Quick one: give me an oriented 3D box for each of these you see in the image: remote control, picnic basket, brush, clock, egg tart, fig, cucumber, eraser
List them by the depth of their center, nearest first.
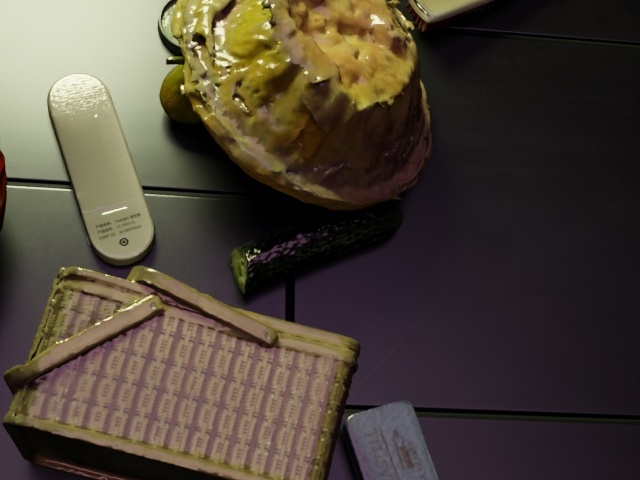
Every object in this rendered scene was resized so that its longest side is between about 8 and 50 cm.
[{"bbox_3d":[-0.138,0.152,1.129,0.312,0.228,0.175,15,69,-3],"label":"picnic basket"},{"bbox_3d":[0.092,0.287,1.214,0.082,0.036,0.225,-13,70,-16],"label":"eraser"},{"bbox_3d":[0.001,-0.202,1.298,0.352,0.150,0.352,17,52,-23],"label":"egg tart"},{"bbox_3d":[0.000,0.000,1.307,0.214,0.052,0.058,-20,93,-16],"label":"cucumber"},{"bbox_3d":[-0.255,-0.085,1.319,0.077,0.022,0.245,-17,72,-12],"label":"remote control"},{"bbox_3d":[-0.143,-0.183,1.333,0.084,0.098,0.082,9,66,-6],"label":"fig"},{"bbox_3d":[-0.159,-0.266,1.408,0.085,0.017,0.085,3,68,-8],"label":"clock"},{"bbox_3d":[0.245,-0.343,1.490,0.321,0.050,0.060,-26,71,-25],"label":"brush"}]

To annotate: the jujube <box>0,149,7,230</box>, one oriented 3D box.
[{"bbox_3d":[-0.421,-0.015,1.185,0.174,0.174,0.251,14,70,-3],"label":"jujube"}]
